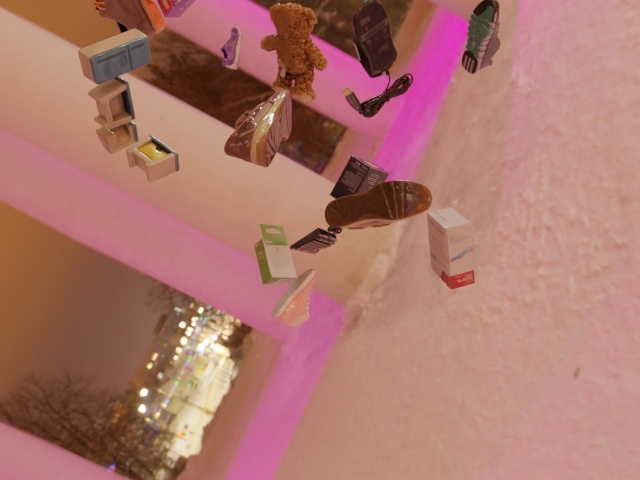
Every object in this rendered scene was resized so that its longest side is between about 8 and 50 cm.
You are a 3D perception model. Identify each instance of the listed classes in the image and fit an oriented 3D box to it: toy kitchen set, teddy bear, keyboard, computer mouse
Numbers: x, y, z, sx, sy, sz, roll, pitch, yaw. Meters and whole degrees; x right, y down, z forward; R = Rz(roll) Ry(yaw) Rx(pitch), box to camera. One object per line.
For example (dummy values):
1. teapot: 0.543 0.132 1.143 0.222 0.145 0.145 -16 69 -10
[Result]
1. toy kitchen set: -0.320 -0.242 1.174 0.122 0.166 0.207 -37 -31 -33
2. teddy bear: -0.084 -0.622 2.162 0.245 0.337 0.113 5 30 40
3. keyboard: 0.000 0.000 1.464 0.108 0.023 0.180 -33 -10 9
4. computer mouse: 0.104 -0.423 1.531 0.184 0.262 0.060 -42 41 -11

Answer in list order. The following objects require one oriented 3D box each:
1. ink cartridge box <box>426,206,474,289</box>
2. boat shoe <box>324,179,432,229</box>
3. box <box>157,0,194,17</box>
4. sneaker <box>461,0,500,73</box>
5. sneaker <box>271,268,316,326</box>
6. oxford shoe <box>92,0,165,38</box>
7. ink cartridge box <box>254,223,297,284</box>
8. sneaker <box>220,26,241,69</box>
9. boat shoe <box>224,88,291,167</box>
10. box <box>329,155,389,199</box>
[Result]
1. ink cartridge box: 0.337 0.018 1.676 0.127 0.072 0.175 -121 20 -63
2. boat shoe: 0.183 -0.102 1.955 0.110 0.341 0.121 17 -112 -60
3. box: -0.402 -0.775 1.714 0.201 0.293 0.057 -24 0 43
4. sneaker: 0.461 -0.571 1.788 0.098 0.083 0.223 -23 -32 -24
5. sneaker: -0.041 0.130 1.415 0.134 0.070 0.051 -52 20 -6
6. oxford shoe: -0.536 -0.649 1.673 0.133 0.130 0.363 -43 -34 -9
7. ink cartridge box: -0.164 0.050 2.262 0.062 0.109 0.209 -39 58 42
8. sneaker: -0.322 -0.699 2.329 0.068 0.071 0.169 125 152 -65
9. boat shoe: -0.151 -0.288 1.598 0.342 0.123 0.123 -73 -14 -53
10. box: 0.136 -0.195 2.233 0.156 0.093 0.158 6 -64 -60
